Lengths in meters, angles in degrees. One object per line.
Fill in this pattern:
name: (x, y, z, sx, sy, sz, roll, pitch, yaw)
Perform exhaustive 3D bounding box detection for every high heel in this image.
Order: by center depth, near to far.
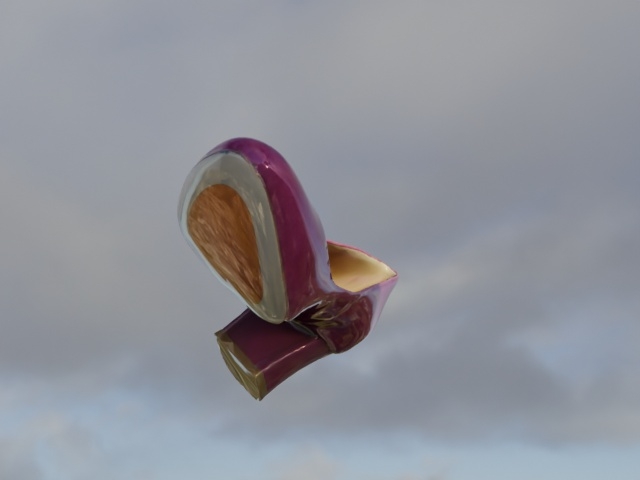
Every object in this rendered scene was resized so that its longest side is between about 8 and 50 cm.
high heel: (0.000, 0.000, 0.604, 0.117, 0.082, 0.244, -38, -27, -18)
